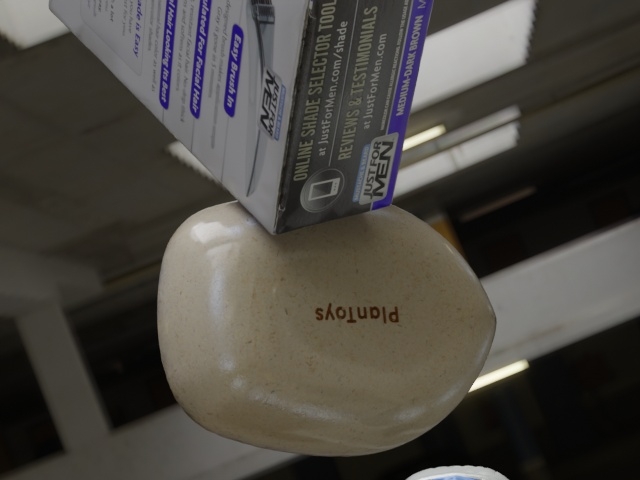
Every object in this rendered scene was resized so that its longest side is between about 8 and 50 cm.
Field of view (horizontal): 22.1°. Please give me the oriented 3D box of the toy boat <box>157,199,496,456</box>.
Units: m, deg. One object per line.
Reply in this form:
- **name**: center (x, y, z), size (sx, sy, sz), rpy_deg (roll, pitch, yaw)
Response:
- **toy boat**: center (0.000, 0.000, 1.201), size (0.267, 0.318, 0.148), rpy_deg (8, -16, -28)

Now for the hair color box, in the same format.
- **hair color box**: center (-0.069, -0.175, 1.156), size (0.110, 0.339, 0.185), rpy_deg (-13, -49, -30)

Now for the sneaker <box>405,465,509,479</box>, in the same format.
- **sneaker**: center (0.022, 0.157, 0.780), size (0.152, 0.058, 0.084), rpy_deg (-15, 14, 16)
